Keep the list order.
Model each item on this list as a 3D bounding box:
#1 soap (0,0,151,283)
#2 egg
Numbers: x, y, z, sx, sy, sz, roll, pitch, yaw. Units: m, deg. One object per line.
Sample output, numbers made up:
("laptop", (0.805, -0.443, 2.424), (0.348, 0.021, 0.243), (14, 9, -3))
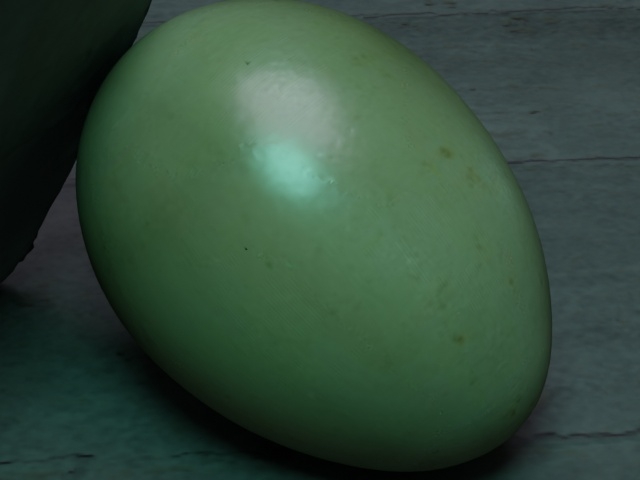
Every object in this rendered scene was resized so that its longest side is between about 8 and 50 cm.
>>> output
("soap", (-0.281, -0.045, 0.755), (0.213, 0.350, 0.435), (37, 37, 8))
("egg", (0.000, 0.000, 0.857), (0.254, 0.188, 0.188), (43, 40, 2))
